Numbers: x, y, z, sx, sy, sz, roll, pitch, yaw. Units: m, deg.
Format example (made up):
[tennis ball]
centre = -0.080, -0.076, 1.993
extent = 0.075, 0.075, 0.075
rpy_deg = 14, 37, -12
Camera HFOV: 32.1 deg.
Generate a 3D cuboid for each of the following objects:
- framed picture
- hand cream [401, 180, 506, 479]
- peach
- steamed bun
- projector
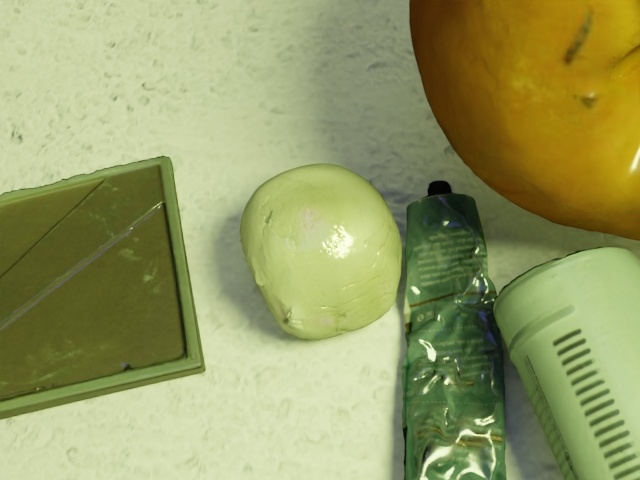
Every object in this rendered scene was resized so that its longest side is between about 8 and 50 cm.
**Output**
[framed picture]
centre = -0.230, 0.043, 0.864
extent = 0.265, 0.018, 0.192
rpy_deg = -13, 62, 3
[hand cream]
centre = 0.089, 0.069, 0.777
extent = 0.075, 0.052, 0.248
rpy_deg = -4, 63, 9
[peach]
centre = 0.227, -0.163, 0.726
extent = 0.342, 0.343, 0.302
rpy_deg = 5, 39, 12
[steamed bun]
centre = 0.000, 0.000, 0.805
extent = 0.112, 0.091, 0.130
rpy_deg = -19, 61, -2
[projector]
centre = 0.213, 0.167, 0.676
extent = 0.108, 0.108, 0.337
rpy_deg = -19, 62, -1
